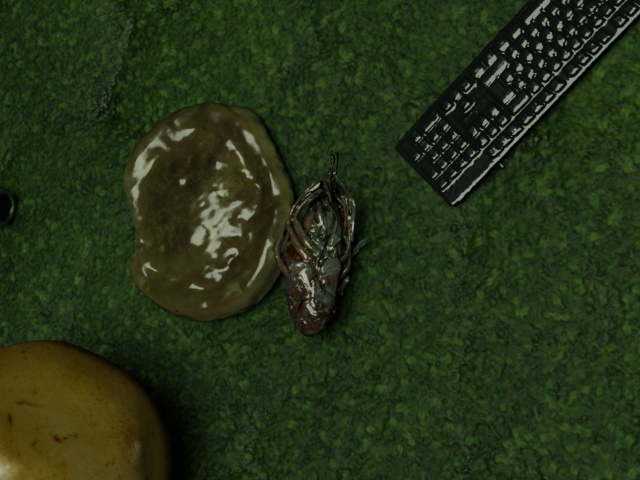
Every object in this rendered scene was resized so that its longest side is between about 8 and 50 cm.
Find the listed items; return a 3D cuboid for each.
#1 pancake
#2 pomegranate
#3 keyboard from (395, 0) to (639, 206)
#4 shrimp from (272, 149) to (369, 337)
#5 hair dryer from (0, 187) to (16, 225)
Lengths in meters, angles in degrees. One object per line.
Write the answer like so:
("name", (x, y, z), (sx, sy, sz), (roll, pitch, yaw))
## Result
("pancake", (-0.127, -0.032, 1.105), (0.222, 0.042, 0.236), (8, 85, 27))
("pomegranate", (-0.270, 0.225, 1.016), (0.264, 0.264, 0.264), (-4, 81, 24))
("keyboard", (0.207, -0.170, 0.986), (0.310, 0.018, 0.101), (-46, 66, 12))
("shrimp", (0.000, 0.000, 1.030), (0.073, 0.074, 0.190), (-7, 66, 56))
("hair dryer", (-0.411, 0.006, 1.238), (0.071, 0.047, 0.150), (12, 98, 27))
